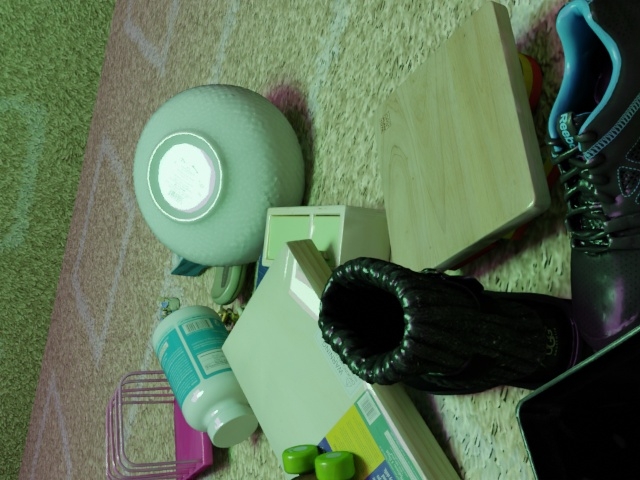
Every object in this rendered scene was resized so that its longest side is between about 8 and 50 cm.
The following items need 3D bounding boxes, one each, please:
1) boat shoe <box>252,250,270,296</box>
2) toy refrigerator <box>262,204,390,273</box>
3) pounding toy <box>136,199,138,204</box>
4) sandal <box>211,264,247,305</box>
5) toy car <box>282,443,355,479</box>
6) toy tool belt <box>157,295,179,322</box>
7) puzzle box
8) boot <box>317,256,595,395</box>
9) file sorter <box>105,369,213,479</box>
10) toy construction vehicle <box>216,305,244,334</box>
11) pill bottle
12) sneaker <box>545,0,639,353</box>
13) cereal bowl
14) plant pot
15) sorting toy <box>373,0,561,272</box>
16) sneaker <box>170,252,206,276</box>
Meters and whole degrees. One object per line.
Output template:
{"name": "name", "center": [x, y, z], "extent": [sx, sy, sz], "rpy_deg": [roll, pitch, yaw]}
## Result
{"name": "boat shoe", "center": [-0.081, 0.106, 1.460], "extent": [0.066, 0.066, 0.183], "rpy_deg": [41, 122, 57]}
{"name": "toy refrigerator", "center": [0.000, 0.000, 1.303], "extent": [0.269, 0.094, 0.102], "rpy_deg": [4, 87, 62]}
{"name": "pounding toy", "center": [-0.231, -0.135, 1.675], "extent": [0.155, 0.269, 0.154], "rpy_deg": [64, -161, -11]}
{"name": "sandal", "center": [-0.190, -0.022, 1.660], "extent": [0.120, 0.086, 0.303], "rpy_deg": [-32, 48, 55]}
{"name": "toy car", "center": [-0.049, 0.368, 1.065], "extent": [0.149, 0.188, 0.155], "rpy_deg": [-8, 90, 52]}
{"name": "toy tool belt", "center": [-0.377, 0.178, 2.020], "extent": [0.052, 0.051, 0.083], "rpy_deg": [-7, 78, 62]}
{"name": "puzzle box", "center": [0.008, 0.237, 1.165], "extent": [0.409, 0.052, 0.272], "rpy_deg": [59, 136, 27]}
{"name": "boot", "center": [0.100, 0.101, 0.912], "extent": [0.348, 0.260, 0.131], "rpy_deg": [-21, 66, 60]}
{"name": "file sorter", "center": [-0.350, 0.399, 1.740], "extent": [0.291, 0.182, 0.202], "rpy_deg": [130, 138, -58]}
{"name": "toy construction vehicle", "center": [-0.188, 0.167, 1.683], "extent": [0.098, 0.035, 0.086], "rpy_deg": [-67, 32, 28]}
{"name": "pill bottle", "center": [-0.212, 0.260, 1.568], "extent": [0.264, 0.146, 0.146], "rpy_deg": [56, 133, 38]}
{"name": "sneaker", "center": [0.262, -0.059, 0.773], "extent": [0.125, 0.139, 0.341], "rpy_deg": [-1, 85, 59]}
{"name": "cereal bowl", "center": [-0.204, -0.115, 1.481], "extent": [0.338, 0.141, 0.339], "rpy_deg": [2, 95, 24]}
{"name": "plant pot", "center": [0.292, 0.179, 0.634], "extent": [0.187, 0.167, 0.188], "rpy_deg": [-49, 44, 46]}
{"name": "sorting toy", "center": [0.180, -0.100, 0.990], "extent": [0.255, 0.089, 0.257], "rpy_deg": [-39, 50, 53]}
{"name": "sneaker", "center": [-0.277, 0.014, 1.832], "extent": [0.228, 0.087, 0.092], "rpy_deg": [-26, 60, 56]}
